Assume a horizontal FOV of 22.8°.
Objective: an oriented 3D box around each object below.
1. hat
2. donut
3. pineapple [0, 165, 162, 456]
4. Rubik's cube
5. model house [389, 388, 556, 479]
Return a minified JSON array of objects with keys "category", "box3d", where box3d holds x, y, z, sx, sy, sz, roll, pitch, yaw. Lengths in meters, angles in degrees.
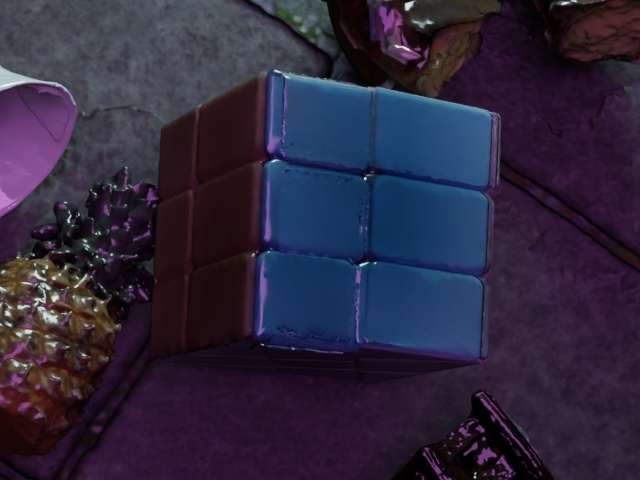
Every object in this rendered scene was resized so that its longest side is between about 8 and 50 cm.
[{"category":"hat","box3d":[-0.327,-0.106,1.393,0.203,0.203,0.126,-32,66,-14]},{"category":"donut","box3d":[0.141,-0.255,1.477,0.345,0.136,0.259,-19,64,-27]},{"category":"pineapple","box3d":[-0.226,0.046,1.387,0.158,0.158,0.278,33,63,-2]},{"category":"Rubik's cube","box3d":[0.000,0.000,1.360,0.231,0.221,0.224,8,78,-28]},{"category":"model house","box3d":[0.131,0.245,1.425,0.152,0.106,0.165,-36,83,-16]}]
